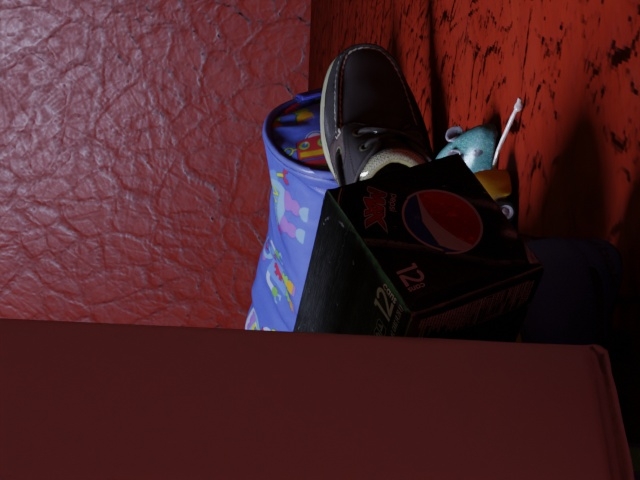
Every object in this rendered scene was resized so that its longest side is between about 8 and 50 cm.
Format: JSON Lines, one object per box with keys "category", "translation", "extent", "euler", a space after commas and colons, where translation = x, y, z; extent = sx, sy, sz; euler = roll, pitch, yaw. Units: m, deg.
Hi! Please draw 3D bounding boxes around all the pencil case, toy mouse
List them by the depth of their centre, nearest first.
{"category": "toy mouse", "translation": [0.081, -0.008, 0.839], "extent": [0.143, 0.031, 0.161], "euler": [-110, 21, -78]}
{"category": "pencil case", "translation": [0.000, 0.000, 1.316], "extent": [0.306, 0.119, 0.133], "euler": [97, 150, -47]}

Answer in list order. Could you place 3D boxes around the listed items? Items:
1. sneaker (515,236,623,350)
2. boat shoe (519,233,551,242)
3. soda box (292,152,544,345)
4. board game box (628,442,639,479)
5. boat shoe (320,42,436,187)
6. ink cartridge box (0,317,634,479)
{"category": "sneaker", "translation": [0.082, 0.089, 0.598], "extent": [0.069, 0.082, 0.209], "euler": [44, 142, 42]}
{"category": "boat shoe", "translation": [0.057, 0.068, 0.726], "extent": [0.285, 0.092, 0.102], "euler": [107, 164, -65]}
{"category": "soda box", "translation": [0.023, 0.051, 0.532], "extent": [0.060, 0.053, 0.169], "euler": [57, 149, 33]}
{"category": "board game box", "translation": [0.105, 0.172, 0.440], "extent": [0.201, 0.035, 0.136], "euler": [-97, 9, -64]}
{"category": "boat shoe", "translation": [0.049, -0.043, 1.017], "extent": [0.073, 0.080, 0.223], "euler": [114, 152, -66]}
{"category": "ink cartridge box", "translation": [-0.030, 0.171, 0.511], "extent": [0.307, 0.223, 0.129], "euler": [96, 176, -47]}
